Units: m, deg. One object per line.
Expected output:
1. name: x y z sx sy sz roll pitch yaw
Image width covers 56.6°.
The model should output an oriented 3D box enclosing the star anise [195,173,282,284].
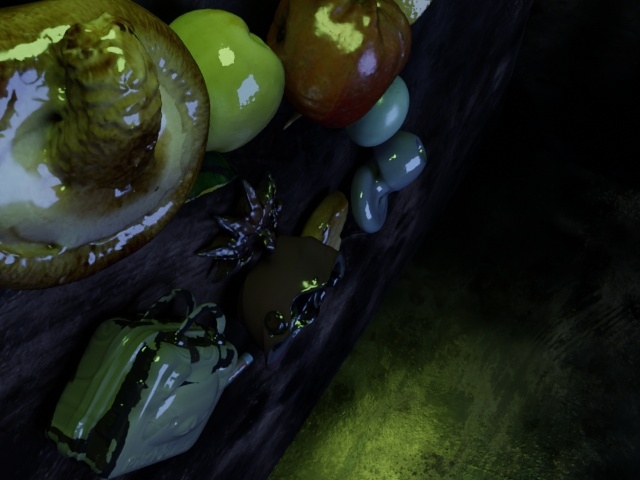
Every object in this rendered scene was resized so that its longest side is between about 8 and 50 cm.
1. star anise: -0.144 -0.010 1.273 0.272 0.103 0.271 -47 155 -31

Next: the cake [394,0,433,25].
1. cake: 0.116 -0.506 1.157 0.185 0.178 0.207 -45 -159 17

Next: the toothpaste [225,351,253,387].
1. toothpaste: -0.268 0.392 1.654 0.205 0.036 0.056 -43 157 -34

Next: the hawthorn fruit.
1. hawthorn fruit: 0.028 -0.332 1.029 0.258 0.258 0.261 -53 162 -21

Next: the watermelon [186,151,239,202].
1. watermelon: -0.239 -0.074 0.913 0.301 0.123 0.129 -36 163 -36

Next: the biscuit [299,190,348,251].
1. biscuit: -0.001 -0.001 1.678 0.213 0.091 0.274 -45 158 -45

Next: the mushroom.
1. mushroom: -0.269 -0.103 0.642 0.345 0.239 0.345 -19 146 -14

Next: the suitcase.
1. suitcase: -0.299 0.260 1.122 0.339 0.194 0.351 -63 162 -1

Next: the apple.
1. apple: -0.144 -0.220 0.830 0.200 0.200 0.200 -51 159 -28

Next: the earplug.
1. earplug: 0.193 -0.178 1.789 0.325 0.175 0.214 -64 159 12

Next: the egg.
1. egg: 0.137 -0.324 1.465 0.192 0.149 0.149 -59 162 10

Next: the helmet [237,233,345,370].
1. helmet: -0.096 0.128 1.456 0.338 0.197 0.271 -55 171 10
